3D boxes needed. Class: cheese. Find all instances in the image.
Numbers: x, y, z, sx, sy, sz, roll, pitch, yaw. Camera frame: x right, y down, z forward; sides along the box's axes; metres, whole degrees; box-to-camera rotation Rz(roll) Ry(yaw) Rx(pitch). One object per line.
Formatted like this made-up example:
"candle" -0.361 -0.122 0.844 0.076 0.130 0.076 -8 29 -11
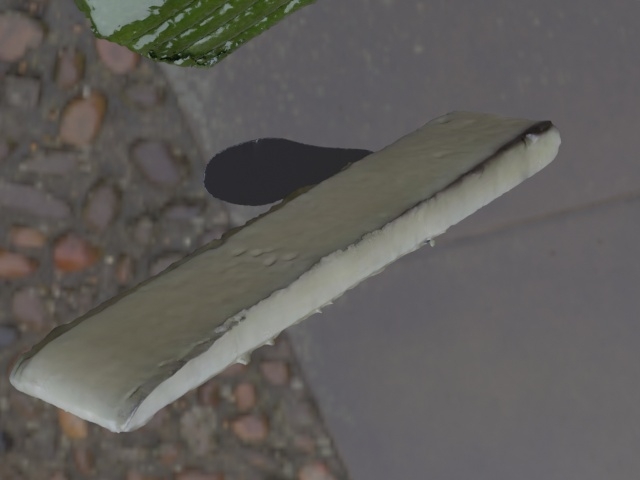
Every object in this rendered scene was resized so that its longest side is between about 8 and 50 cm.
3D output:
"cheese" -0.001 0.002 0.936 0.085 0.400 0.034 11 118 35

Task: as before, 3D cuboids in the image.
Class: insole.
"insole" -0.023 -0.061 1.524 0.188 0.004 0.064 -1 111 -34

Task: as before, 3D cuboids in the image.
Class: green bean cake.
"green bean cake" -0.146 -0.349 1.656 0.218 0.335 0.319 -31 84 18
